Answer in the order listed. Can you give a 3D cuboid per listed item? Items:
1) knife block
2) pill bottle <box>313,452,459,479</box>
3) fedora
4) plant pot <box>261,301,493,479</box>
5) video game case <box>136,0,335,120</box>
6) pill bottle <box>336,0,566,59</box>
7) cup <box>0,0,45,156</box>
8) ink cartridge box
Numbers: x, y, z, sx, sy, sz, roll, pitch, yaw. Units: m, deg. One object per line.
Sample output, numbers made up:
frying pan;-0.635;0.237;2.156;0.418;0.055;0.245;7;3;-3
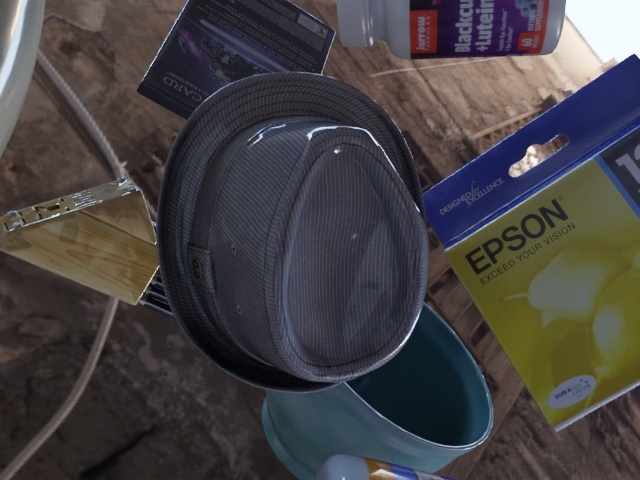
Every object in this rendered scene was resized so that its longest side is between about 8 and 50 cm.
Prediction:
knife block;-0.306;0.042;1.057;0.088;0.275;0.242;31;-43;58
pill bottle;0.118;0.222;0.392;0.272;0.152;0.152;15;-68;-3
fedora;0.000;0.000;0.566;0.124;0.243;0.275;-163;-105;-67
plant pot;0.045;0.199;0.917;0.293;0.293;0.196;43;-64;11
video game case;-0.093;-0.232;0.906;0.196;0.274;0.026;28;-39;-16
pill bottle;0.115;-0.219;0.643;0.193;0.108;0.108;0;-76;9
cup;-0.357;-0.137;0.521;0.331;0.331;0.237;-23;-106;30
ink cartridge box;0.297;-0.008;0.762;0.303;0.072;0.307;-35;-106;13
